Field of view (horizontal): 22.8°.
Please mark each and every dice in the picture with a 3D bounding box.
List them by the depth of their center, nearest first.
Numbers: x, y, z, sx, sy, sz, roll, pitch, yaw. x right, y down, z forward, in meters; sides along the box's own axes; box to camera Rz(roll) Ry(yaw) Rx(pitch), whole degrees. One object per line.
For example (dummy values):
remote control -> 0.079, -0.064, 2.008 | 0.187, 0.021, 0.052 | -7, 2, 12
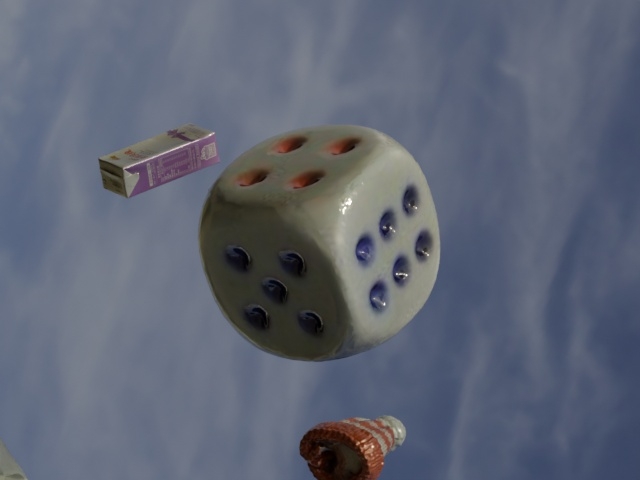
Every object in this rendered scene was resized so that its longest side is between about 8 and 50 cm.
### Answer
dice -> 0.000, 0.000, 1.651 | 0.192, 0.194, 0.193 | 2, -150, 35

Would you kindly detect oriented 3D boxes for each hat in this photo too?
hat -> 0.058, 0.263, 2.080 | 0.112, 0.162, 0.093 | 11, -67, 30

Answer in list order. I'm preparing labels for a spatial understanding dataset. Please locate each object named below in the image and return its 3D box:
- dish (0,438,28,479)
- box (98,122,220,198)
dish -> -0.424, 0.295, 1.787 | 0.191, 0.066, 0.190 | 0, -90, 21
box -> -0.162, -0.081, 1.598 | 0.051, 0.117, 0.036 | 21, -54, 46
